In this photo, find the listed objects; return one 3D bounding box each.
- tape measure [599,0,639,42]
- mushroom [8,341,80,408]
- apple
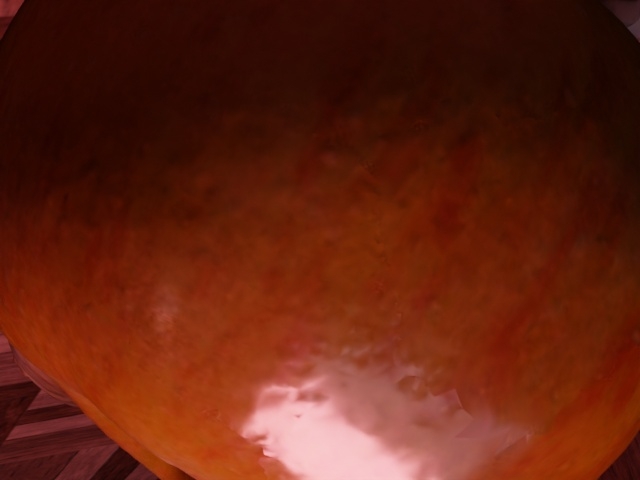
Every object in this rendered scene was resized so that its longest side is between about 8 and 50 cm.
[{"bbox_3d":[0.133,-0.169,1.154,0.258,0.130,0.265,-2,180,44],"label":"tape measure"},{"bbox_3d":[-0.080,0.061,1.525,0.362,0.295,0.362,-16,164,-5],"label":"mushroom"},{"bbox_3d":[0.000,0.000,0.973,0.400,0.334,0.400,20,159,8],"label":"apple"}]
